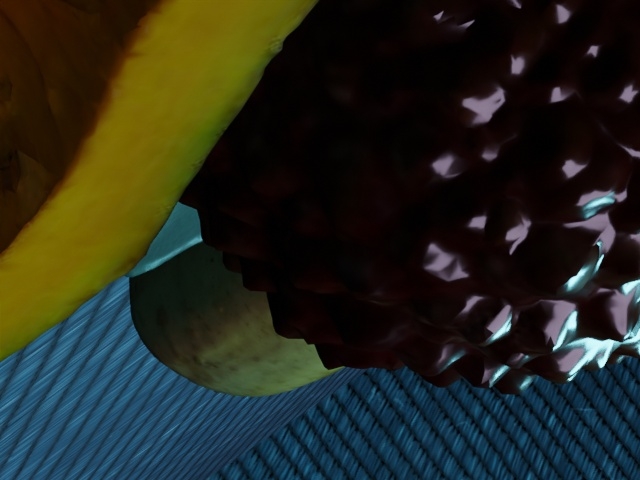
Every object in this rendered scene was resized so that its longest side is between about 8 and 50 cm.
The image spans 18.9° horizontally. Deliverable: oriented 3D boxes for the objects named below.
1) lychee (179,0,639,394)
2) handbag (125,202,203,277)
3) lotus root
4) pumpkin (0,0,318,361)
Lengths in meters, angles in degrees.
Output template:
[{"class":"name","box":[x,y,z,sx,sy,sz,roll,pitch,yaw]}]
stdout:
[{"class":"lychee","box":[0.063,-0.093,0.585,0.264,0.264,0.300,-42,-154,29]},{"class":"handbag","box":[0.034,-0.123,0.858,0.326,0.089,0.238,-29,168,-36]},{"class":"lotus root","box":[0.000,0.000,1.085,0.284,0.146,0.160,-36,-164,47]},{"class":"pumpkin","box":[-0.115,-0.071,0.299,0.221,0.139,0.317,-5,151,-39]}]
